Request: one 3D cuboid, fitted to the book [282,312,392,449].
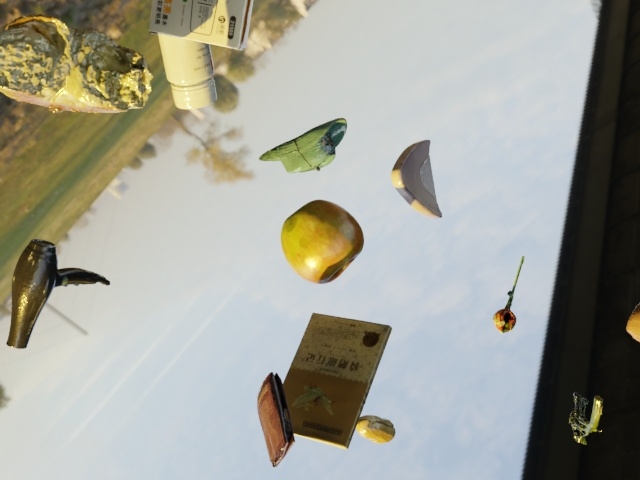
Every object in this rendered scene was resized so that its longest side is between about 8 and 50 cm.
[{"bbox_3d":[0.021,0.318,1.788,0.217,0.021,0.310,7,-122,29],"label":"book"}]

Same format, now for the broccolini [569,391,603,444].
[{"bbox_3d":[0.663,0.414,1.892,0.062,0.271,0.123,-14,-119,-1],"label":"broccolini"}]

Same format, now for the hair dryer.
[{"bbox_3d":[-0.468,0.095,1.399,0.219,0.075,0.195,1,108,-60],"label":"hair dryer"}]

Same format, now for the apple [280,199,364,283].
[{"bbox_3d":[0.000,0.000,1.784,0.196,0.196,0.196,-45,-164,16],"label":"apple"}]

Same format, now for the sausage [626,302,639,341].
[{"bbox_3d":[0.827,0.191,1.698,0.253,0.123,0.123,5,-128,44],"label":"sausage"}]

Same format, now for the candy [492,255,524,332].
[{"bbox_3d":[0.431,0.120,1.724,0.049,0.056,0.184,5,-109,47],"label":"candy"}]

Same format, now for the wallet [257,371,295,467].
[{"bbox_3d":[-0.098,0.369,1.574,0.111,0.030,0.165,-60,-145,39],"label":"wallet"}]

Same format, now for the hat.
[{"bbox_3d":[-0.025,-0.167,1.494,0.191,0.077,0.138,-24,173,23],"label":"hat"}]

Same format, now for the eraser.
[{"bbox_3d":[0.226,-0.152,1.881,0.059,0.204,0.243,-9,177,31],"label":"eraser"}]

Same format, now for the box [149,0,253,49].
[{"bbox_3d":[-0.253,-0.576,1.694,0.091,0.221,0.273,-75,174,-75],"label":"box"}]

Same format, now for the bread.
[{"bbox_3d":[-0.505,-0.343,1.547,0.192,0.314,0.171,178,-82,-71],"label":"bread"}]

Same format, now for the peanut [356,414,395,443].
[{"bbox_3d":[0.157,0.549,2.227,0.080,0.174,0.080,-16,-119,30],"label":"peanut"}]

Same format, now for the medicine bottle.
[{"bbox_3d":[-0.380,-0.514,2.199,0.145,0.252,0.144,-5,-153,2],"label":"medicine bottle"}]
